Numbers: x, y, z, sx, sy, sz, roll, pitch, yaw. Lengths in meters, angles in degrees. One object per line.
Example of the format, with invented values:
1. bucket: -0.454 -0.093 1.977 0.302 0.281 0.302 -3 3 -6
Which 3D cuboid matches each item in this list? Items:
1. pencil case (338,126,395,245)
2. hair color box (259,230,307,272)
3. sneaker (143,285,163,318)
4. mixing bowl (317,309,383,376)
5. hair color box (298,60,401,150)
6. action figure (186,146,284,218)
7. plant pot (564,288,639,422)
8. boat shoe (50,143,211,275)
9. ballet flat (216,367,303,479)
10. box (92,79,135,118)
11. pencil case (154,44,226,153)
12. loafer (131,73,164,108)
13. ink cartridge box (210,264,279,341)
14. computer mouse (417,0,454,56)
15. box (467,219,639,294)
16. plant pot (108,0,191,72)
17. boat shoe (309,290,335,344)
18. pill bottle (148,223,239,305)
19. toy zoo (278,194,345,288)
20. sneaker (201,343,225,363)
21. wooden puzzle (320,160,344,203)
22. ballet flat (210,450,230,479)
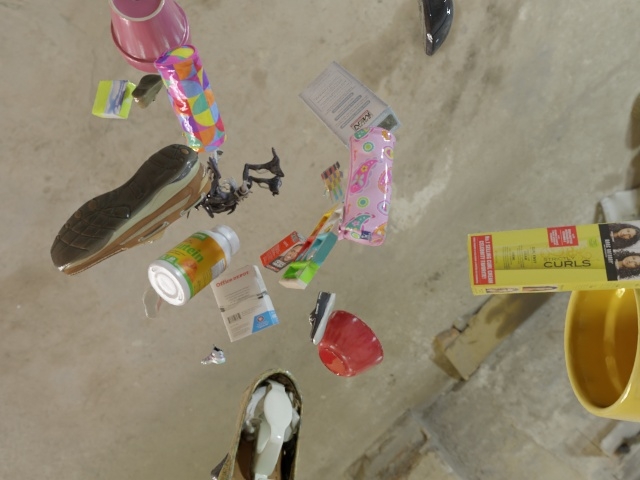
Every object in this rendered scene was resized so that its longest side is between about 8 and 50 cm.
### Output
1. pencil case: 0.113 -0.128 1.118 0.124 0.124 0.284 16 75 -31
2. hair color box: -0.106 0.036 1.394 0.141 0.043 0.072 -36 146 16
3. sneaker: -0.537 0.182 1.481 0.050 0.070 0.134 7 127 -10
4. mixing bowl: 0.060 0.279 1.172 0.098 0.181 0.182 -40 129 -34
5. hair color box: 0.093 -0.456 1.603 0.185 0.374 0.113 -42 140 9
6. action figure: -0.240 -0.152 1.227 0.275 0.141 0.164 -20 152 -11
7. plant pot: 0.550 0.158 0.712 0.238 0.254 0.254 7 115 7
8. boat shoe: -0.341 -0.040 0.866 0.324 0.123 0.120 -36 144 -2
9. ballet flat: -0.080 0.325 0.635 0.123 0.349 0.123 1 126 1
10. box: -0.629 -0.431 1.408 0.042 0.178 0.109 14 90 -52
11. pencil case: -0.287 -0.305 1.024 0.104 0.104 0.236 -22 136 -14
12. loafer: -0.489 -0.425 1.307 0.056 0.148 0.050 16 135 4
13. ink cartridge box: -0.239 0.196 1.461 0.148 0.086 0.203 -23 80 6
14. computer mouse: 0.200 -0.477 0.811 0.060 0.262 0.184 -7 162 9
15. box: 0.331 0.027 0.649 0.058 0.232 0.088 39 50 -61
16. plant pot: -0.435 -0.553 1.149 0.201 0.180 0.202 1 83 -6
17. boat shoe: -0.003 0.153 0.929 0.038 0.125 0.046 13 139 12
18. pill bottle: -0.337 0.055 1.271 0.245 0.136 0.137 -45 135 -46
19. toy zoo: 0.000 0.000 1.237 0.030 0.192 0.293 37 75 -12
20. sneaker: -0.394 0.416 1.690 0.098 0.038 0.069 -8 84 18
21. wooden puzzle: 0.020 -0.087 0.707 0.006 0.083 0.049 -10 111 28
22. ballet flat: -0.248 0.609 1.323 0.173 0.049 0.058 -43 126 -38
